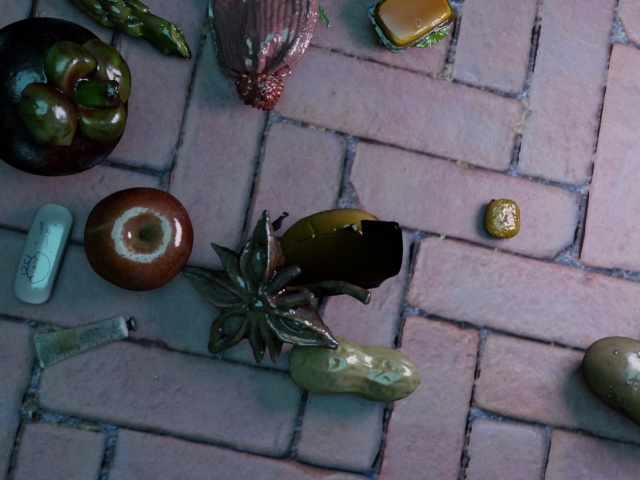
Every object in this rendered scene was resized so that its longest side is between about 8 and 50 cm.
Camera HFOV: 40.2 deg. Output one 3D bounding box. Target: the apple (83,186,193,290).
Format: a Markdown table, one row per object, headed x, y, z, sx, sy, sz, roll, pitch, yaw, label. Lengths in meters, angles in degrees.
| x | y | z | sx | sy | sz | roll | pitch | yaw | label |
| --- | --- | --- | --- | --- | --- | --- | --- | --- | --- |
| -0.342 | -0.004 | 1.641 | 0.201 | 0.162 | 0.201 | 2 | 85 | -16 | apple |

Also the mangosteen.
| x | y | z | sx | sy | sz | roll | pitch | yaw | label |
| --- | --- | --- | --- | --- | --- | --- | --- | --- | --- |
| -0.473 | -0.253 | 1.588 | 0.301 | 0.300 | 0.300 | 1 | 82 | -5 | mangosteen |

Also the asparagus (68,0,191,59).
| x | y | z | sx | sy | sz | roll | pitch | yaw | label |
| --- | --- | --- | --- | --- | --- | --- | --- | --- | --- |
| -0.383 | -0.445 | 1.735 | 0.287 | 0.080 | 0.080 | 22 | 81 | -1 | asparagus |

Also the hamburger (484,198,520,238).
| x | y | z | sx | sy | sz | roll | pitch | yaw | label |
| --- | --- | --- | --- | --- | --- | --- | --- | --- | --- |
| 0.367 | -0.044 | 1.763 | 0.076 | 0.044 | 0.083 | -2 | 85 | -5 | hamburger |

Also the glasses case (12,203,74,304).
| x | y | z | sx | sy | sz | roll | pitch | yaw | label |
| --- | --- | --- | --- | --- | --- | --- | --- | --- | --- |
| -0.528 | 0.025 | 1.670 | 0.076 | 0.049 | 0.197 | 16 | 81 | -3 | glasses case |

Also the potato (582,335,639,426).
| x | y | z | sx | sy | sz | roll | pitch | yaw | label |
| --- | --- | --- | --- | --- | --- | --- | --- | --- | --- |
| 0.626 | 0.283 | 1.684 | 0.263 | 0.165 | 0.164 | 27 | 81 | -8 | potato |

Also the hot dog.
| x | y | z | sx | sy | sz | roll | pitch | yaw | label |
| --- | --- | --- | --- | --- | --- | --- | --- | --- | --- |
| 0.003 | 0.005 | 1.670 | 0.326 | 0.107 | 0.194 | 2 | 122 | 13 | hot dog |

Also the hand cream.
| x | y | z | sx | sy | sz | roll | pitch | yaw | label |
| --- | --- | --- | --- | --- | --- | --- | --- | --- | --- |
| -0.446 | 0.185 | 1.662 | 0.195 | 0.042 | 0.067 | -17 | 86 | -3 | hand cream |

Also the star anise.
| x | y | z | sx | sy | sz | roll | pitch | yaw | label |
| --- | --- | --- | --- | --- | --- | --- | --- | --- | --- |
| -0.095 | 0.106 | 1.625 | 0.350 | 0.109 | 0.292 | -36 | 99 | 28 | star anise |

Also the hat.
| x | y | z | sx | sy | sz | roll | pitch | yaw | label |
| --- | --- | --- | --- | --- | --- | --- | --- | --- | --- |
| -0.116 | -0.396 | 1.737 | 0.237 | 0.107 | 0.286 | -4 | 81 | 22 | hat |

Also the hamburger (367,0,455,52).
| x | y | z | sx | sy | sz | roll | pitch | yaw | label |
| --- | --- | --- | --- | --- | --- | --- | --- | --- | --- |
| 0.184 | -0.448 | 1.778 | 0.166 | 0.087 | 0.137 | -29 | 87 | -7 | hamburger |

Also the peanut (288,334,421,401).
| x | y | z | sx | sy | sz | roll | pitch | yaw | label |
| --- | --- | --- | --- | --- | --- | --- | --- | --- | --- |
| 0.066 | 0.245 | 1.658 | 0.257 | 0.123 | 0.123 | 10 | 82 | -1 | peanut |

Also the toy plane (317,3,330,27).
| x | y | z | sx | sy | sz | roll | pitch | yaw | label |
| --- | --- | --- | --- | --- | --- | --- | --- | --- | --- |
| -0.025 | -0.467 | 1.786 | 0.103 | 0.040 | 0.111 | 15 | 83 | 8 | toy plane |
